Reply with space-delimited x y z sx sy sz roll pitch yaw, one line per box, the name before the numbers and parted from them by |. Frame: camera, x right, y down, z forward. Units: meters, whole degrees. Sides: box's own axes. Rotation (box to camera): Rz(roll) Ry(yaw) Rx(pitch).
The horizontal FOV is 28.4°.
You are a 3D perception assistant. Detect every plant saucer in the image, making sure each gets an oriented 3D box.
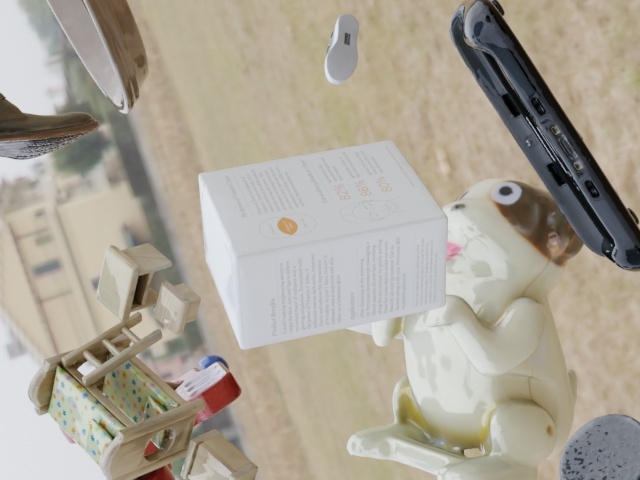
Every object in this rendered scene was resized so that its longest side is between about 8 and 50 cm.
plant saucer | -0.232 -0.249 1.177 0.278 0.041 0.278 58 169 18

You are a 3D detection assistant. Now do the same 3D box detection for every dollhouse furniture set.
dollhouse furniture set | -0.137 0.118 1.031 0.182 0.101 0.161 36 124 31

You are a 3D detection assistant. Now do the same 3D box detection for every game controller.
game controller | 0.235 -0.108 1.260 0.319 0.067 0.166 54 180 -11

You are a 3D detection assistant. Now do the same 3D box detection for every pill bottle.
pill bottle | 0.323 0.261 1.206 0.219 0.123 0.123 45 -172 -32

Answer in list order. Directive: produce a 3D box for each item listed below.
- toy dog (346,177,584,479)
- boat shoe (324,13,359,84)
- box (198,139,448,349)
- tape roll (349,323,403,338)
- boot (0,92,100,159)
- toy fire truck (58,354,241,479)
toy dog | 0.250 0.117 1.770 0.284 0.395 0.408 13 101 61
boat shoe | 0.032 -0.288 1.947 0.040 0.049 0.142 123 164 -52
box | 0.000 0.000 1.014 0.130 0.170 0.091 -118 21 -53
tape roll | 0.083 0.038 2.034 0.392 0.392 0.072 -122 40 -60
boot | -0.362 -0.148 1.454 0.082 0.219 0.106 -28 82 52
toy fire truck | -0.238 0.265 1.894 0.169 0.254 0.302 58 173 -5
